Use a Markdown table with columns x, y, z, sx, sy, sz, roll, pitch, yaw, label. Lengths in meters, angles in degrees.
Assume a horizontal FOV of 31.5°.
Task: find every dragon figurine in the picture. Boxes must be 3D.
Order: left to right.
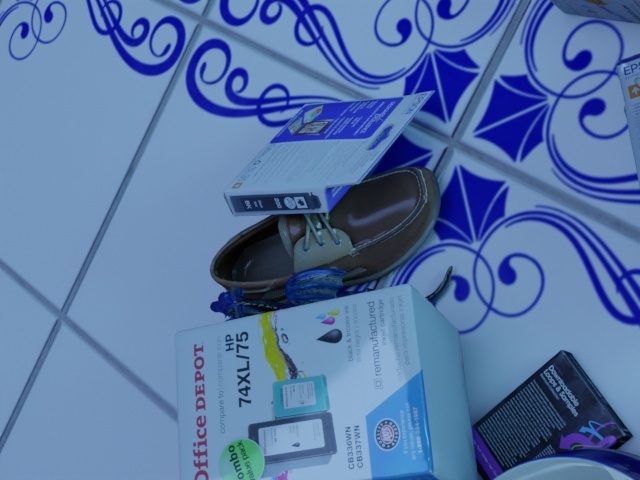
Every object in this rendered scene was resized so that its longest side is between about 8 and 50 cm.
| x | y | z | sx | sy | sz | roll | pitch | yaw | label |
| --- | --- | --- | --- | --- | --- | --- | --- | --- | --- |
| 0.008 | 0.085 | 1.346 | 0.289 | 0.144 | 0.085 | -13 | 69 | 28 | dragon figurine |

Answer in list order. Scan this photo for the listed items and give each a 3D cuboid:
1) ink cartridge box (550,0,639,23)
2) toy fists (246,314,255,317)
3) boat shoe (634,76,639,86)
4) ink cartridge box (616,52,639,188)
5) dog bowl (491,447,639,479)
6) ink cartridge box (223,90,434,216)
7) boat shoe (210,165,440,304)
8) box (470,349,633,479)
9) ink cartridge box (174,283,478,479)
| x | y | z | sx | sy | sz | roll | pitch | yaw | label |
| --- | --- | --- | --- | --- | --- | --- | --- | --- | --- |
| 0.330 | -0.279 | 1.223 | 0.181 | 0.104 | 0.061 | 18 | 90 | 39 | ink cartridge box |
| -0.078 | 0.223 | 1.414 | 0.142 | 0.096 | 0.279 | -49 | 56 | 18 | toy fists |
| 0.379 | -0.134 | 1.074 | 0.156 | 0.136 | 0.367 | 4 | 76 | 37 | boat shoe |
| 0.427 | -0.112 | 1.147 | 0.223 | 0.045 | 0.224 | -17 | 68 | 32 | ink cartridge box |
| 0.260 | 0.338 | 1.105 | 0.265 | 0.104 | 0.265 | -4 | 82 | 32 | dog bowl |
| 0.017 | -0.106 | 1.380 | 0.208 | 0.045 | 0.206 | -1 | 36 | 39 | ink cartridge box |
| 0.000 | 0.000 | 1.395 | 0.324 | 0.116 | 0.123 | -30 | 63 | 28 | boat shoe |
| 0.239 | 0.213 | 1.219 | 0.162 | 0.029 | 0.116 | -45 | 57 | 21 | box |
| 0.008 | 0.189 | 1.220 | 0.270 | 0.197 | 0.198 | -13 | 66 | 18 | ink cartridge box |
